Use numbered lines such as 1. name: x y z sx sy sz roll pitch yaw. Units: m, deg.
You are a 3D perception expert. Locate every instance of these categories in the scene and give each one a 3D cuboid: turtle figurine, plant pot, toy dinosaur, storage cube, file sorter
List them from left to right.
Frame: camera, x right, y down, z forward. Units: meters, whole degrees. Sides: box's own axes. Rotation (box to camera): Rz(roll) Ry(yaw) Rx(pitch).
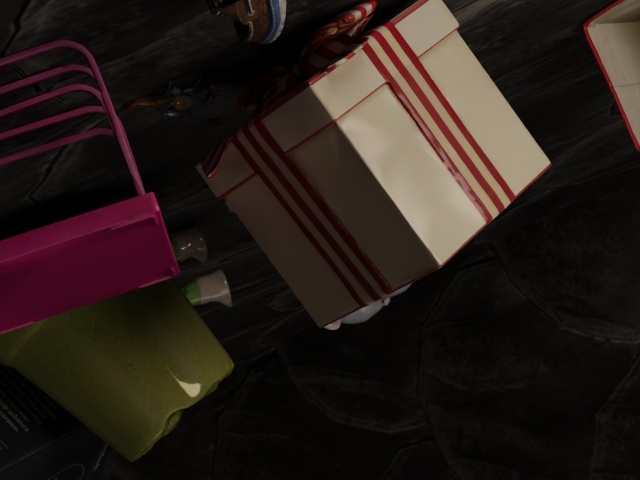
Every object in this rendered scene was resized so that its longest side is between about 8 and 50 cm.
1. file sorter: -0.265 -0.045 1.512 0.202 0.182 0.290 -19 169 -5
2. plant pot: -0.255 0.128 2.004 0.276 0.254 0.276 -44 178 -2
3. turtle figurine: -0.270 0.107 2.307 0.266 0.274 0.198 -23 -155 -13
4. toy dinosaur: -0.144 -0.150 1.674 0.090 0.047 0.082 11 -171 16
5. storage cube: 0.481 -0.238 2.002 0.193 0.183 0.215 -12 166 -47

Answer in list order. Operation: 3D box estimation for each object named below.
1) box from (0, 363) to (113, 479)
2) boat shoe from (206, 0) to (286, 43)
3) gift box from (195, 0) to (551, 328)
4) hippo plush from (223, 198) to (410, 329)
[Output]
1. box: -0.478 0.301 2.096 0.395 0.212 0.293 -26 152 -47
2. boat shoe: -0.066 -0.221 1.348 0.066 0.066 0.183 -14 159 -13
3. gift box: 0.041 -0.088 1.645 0.255 0.258 0.276 -32 -175 45
4. hippo plush: 0.000 0.000 2.134 0.234 0.236 0.294 -12 167 -42
